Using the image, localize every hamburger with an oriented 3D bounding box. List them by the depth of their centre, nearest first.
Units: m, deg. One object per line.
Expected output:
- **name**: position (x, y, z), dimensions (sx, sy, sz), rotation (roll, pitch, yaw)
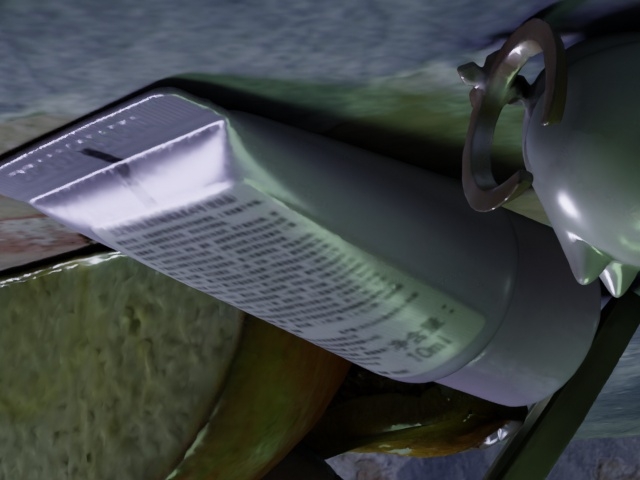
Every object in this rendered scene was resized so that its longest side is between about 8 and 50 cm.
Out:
- **hamburger**: position (0.059, 0.088, 1.132), dimensions (0.186, 0.113, 0.177), rotation (-15, 160, 13)

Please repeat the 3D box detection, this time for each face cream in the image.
- **face cream**: position (0.000, 0.000, 0.727), dimensions (0.274, 0.096, 0.154), rotation (21, 159, -35)

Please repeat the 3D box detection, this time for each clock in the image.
- **clock**: position (0.153, 0.135, 1.132), dimensions (0.029, 0.235, 0.235), rotation (34, 171, 6)

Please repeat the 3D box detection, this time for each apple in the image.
- **apple**: position (-0.102, 0.074, 0.941), dimensions (0.346, 0.254, 0.179), rotation (-16, 122, 42)

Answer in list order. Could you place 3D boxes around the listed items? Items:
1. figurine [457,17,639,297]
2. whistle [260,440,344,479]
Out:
- **figurine**: position (0.124, -0.028, 0.564), dimensions (0.154, 0.132, 0.132), rotation (14, 165, -14)
- **whistle**: position (-0.078, 0.187, 1.087), dimensions (0.189, 0.189, 0.348), rotation (5, -152, -37)
